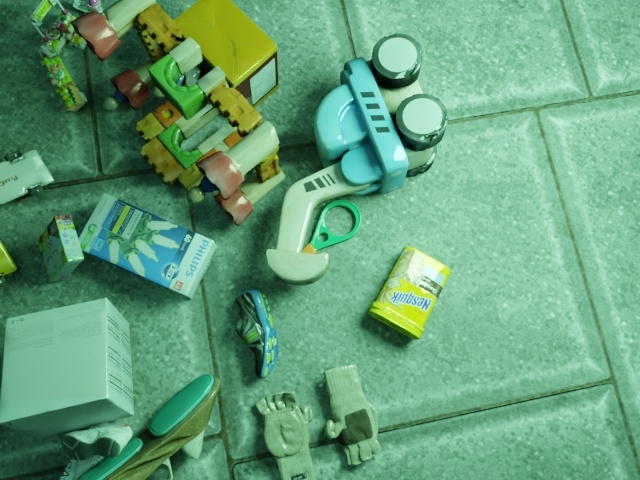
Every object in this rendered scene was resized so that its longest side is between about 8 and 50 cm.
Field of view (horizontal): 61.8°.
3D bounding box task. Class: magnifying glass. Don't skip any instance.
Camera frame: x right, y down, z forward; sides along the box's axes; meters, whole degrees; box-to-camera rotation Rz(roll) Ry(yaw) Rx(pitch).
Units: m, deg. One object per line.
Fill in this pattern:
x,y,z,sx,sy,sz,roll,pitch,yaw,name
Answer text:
0.000,0.000,1.218,0.092,0.026,0.231,44,77,5,magnifying glass

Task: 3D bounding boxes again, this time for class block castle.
-0.292,-0.248,1.107,0.213,0.303,0.453,-41,83,-9,block castle

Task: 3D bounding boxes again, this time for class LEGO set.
-0.598,-0.448,1.226,0.132,0.107,0.287,6,78,-2,LEGO set

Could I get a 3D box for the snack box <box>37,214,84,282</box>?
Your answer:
-0.547,0.019,1.123,0.037,0.141,0.100,-14,78,-44,snack box

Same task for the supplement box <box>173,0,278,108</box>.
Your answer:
-0.206,-0.408,1.198,0.191,0.194,0.129,45,79,5,supplement box

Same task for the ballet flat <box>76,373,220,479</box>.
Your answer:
-0.317,0.419,1.062,0.342,0.116,0.124,-40,111,-25,ballet flat

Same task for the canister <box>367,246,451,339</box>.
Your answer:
0.198,0.113,1.181,0.126,0.073,0.170,29,77,2,canister

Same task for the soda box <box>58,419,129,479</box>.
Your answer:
-0.465,0.446,1.078,0.063,0.058,0.183,27,78,2,soda box

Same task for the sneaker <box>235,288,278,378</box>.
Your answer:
-0.141,0.201,1.154,0.078,0.067,0.188,-15,81,15,sneaker

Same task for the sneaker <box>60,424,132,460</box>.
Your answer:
-0.432,0.388,1.035,0.152,0.061,0.054,-6,100,19,sneaker

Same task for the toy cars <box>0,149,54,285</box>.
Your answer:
-0.721,-0.025,1.141,0.176,0.087,0.394,25,73,-33,toy cars

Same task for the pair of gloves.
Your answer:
0.000,0.390,1.128,0.240,0.042,0.204,-21,84,-6,pair of gloves

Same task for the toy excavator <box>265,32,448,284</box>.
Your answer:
0.053,-0.162,1.166,0.445,0.222,0.433,-19,78,0,toy excavator

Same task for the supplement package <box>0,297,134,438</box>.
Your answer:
-0.485,0.249,1.043,0.194,0.149,0.203,-12,60,-5,supplement package

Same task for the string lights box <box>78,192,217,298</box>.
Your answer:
-0.372,0.014,1.162,0.259,0.077,0.133,23,77,1,string lights box
